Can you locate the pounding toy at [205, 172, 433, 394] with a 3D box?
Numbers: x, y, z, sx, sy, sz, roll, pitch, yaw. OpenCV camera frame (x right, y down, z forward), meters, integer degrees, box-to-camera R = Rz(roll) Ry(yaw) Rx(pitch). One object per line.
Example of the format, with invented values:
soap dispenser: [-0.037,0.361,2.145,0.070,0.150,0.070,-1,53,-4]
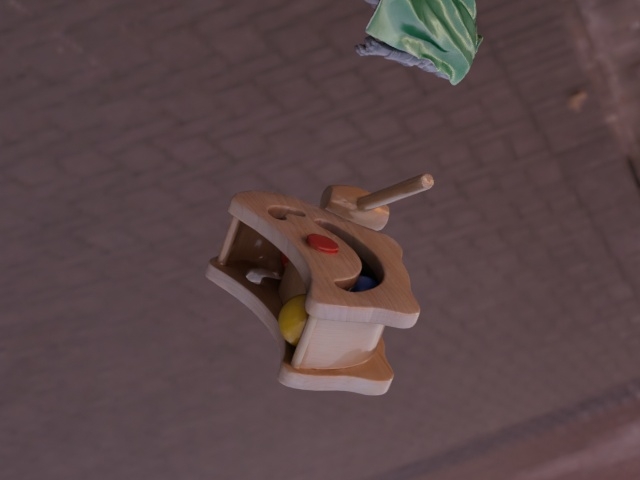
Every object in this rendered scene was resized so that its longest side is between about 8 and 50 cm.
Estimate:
pounding toy: [0.000,0.000,1.380,0.154,0.269,0.155,16,111,-12]

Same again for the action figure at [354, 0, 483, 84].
action figure: [0.056,-0.156,1.042,0.063,0.137,0.232,-2,165,23]
